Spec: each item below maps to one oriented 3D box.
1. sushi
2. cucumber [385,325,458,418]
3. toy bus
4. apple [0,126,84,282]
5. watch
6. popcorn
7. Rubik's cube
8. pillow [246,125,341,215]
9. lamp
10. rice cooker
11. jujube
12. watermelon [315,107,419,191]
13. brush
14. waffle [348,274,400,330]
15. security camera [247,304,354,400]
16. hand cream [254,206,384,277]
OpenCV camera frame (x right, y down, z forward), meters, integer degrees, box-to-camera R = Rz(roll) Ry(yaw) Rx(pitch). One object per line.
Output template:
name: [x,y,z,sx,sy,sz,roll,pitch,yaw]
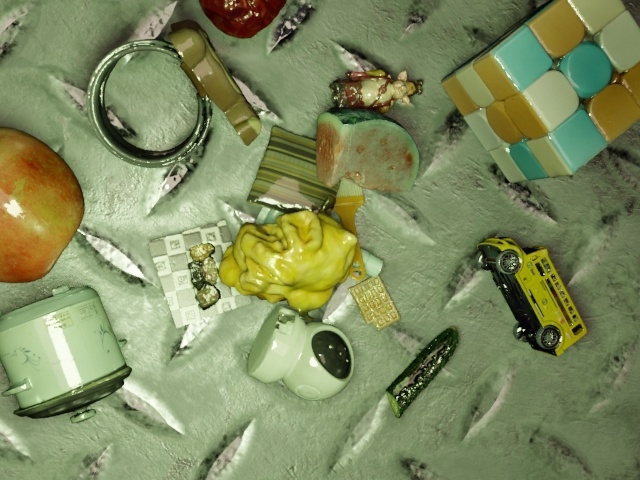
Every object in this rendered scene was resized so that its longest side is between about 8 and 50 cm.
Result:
sushi: [-0.292,0.081,1.845,0.192,0.050,0.215,-17,88,-14]
cucumber: [0.261,0.329,1.939,0.265,0.077,0.077,-45,98,-9]
toy bus: [0.537,0.125,1.957,0.151,0.145,0.331,-31,98,-10]
apple: [-0.658,-0.066,1.649,0.277,0.319,0.319,29,84,-30]
watch: [-0.347,-0.302,1.743,0.326,0.314,0.335,-33,107,3]
popcorn: [-0.059,0.050,1.748,0.297,0.316,0.281,2,67,-31]
Rubik's cube: [0.563,-0.377,1.857,0.346,0.347,0.344,-37,97,-9]
pillow: [-0.051,-0.157,1.879,0.208,0.052,0.212,19,77,-5]
lamp: [0.147,-0.366,1.898,0.253,0.118,0.118,-6,91,-9]
rice cooker: [-0.568,0.258,1.690,0.316,0.264,0.317,25,56,-42]
jujube: [-0.179,-0.603,1.797,0.213,0.213,0.232,37,79,-9]
watermelon: [0.098,-0.209,1.851,0.226,0.148,0.318,-48,135,5]
brush: [0.072,-0.030,1.889,0.103,0.013,0.272,-6,71,-10]
waffle: [0.138,0.161,1.942,0.092,0.021,0.135,-27,93,-11]
security camera: [-0.035,0.282,1.828,0.236,0.194,0.195,28,85,-12]
hand cream: [0.000,0.000,1.903,0.331,0.058,0.085,27,100,-4]
